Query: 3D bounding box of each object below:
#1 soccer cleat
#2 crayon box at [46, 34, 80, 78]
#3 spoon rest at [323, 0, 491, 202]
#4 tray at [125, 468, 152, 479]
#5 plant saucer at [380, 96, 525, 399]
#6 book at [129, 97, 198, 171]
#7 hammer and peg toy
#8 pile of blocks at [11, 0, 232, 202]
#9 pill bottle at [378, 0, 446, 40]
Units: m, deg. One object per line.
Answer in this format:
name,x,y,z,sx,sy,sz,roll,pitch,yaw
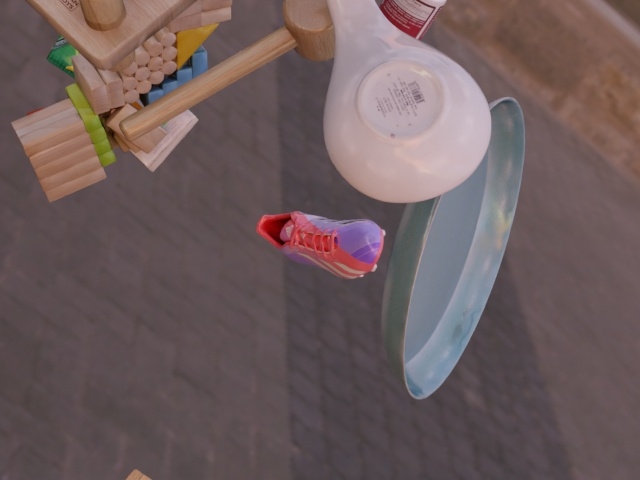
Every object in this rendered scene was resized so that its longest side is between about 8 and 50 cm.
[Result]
soccer cleat,0.000,0.000,2.017,0.095,0.083,0.248,17,-3,-27
crayon box,-0.313,-0.328,2.326,0.081,0.165,0.278,33,9,4
spoon rest,0.049,-0.156,1.246,0.084,0.137,0.276,73,-2,-71
tray,-0.255,0.389,1.230,0.076,0.411,0.203,35,-20,11
plant saucer,0.131,0.004,1.511,0.043,0.318,0.317,18,11,20
book,-0.248,-0.177,2.015,0.144,0.096,0.035,42,-2,13
hammer and peg toy,-0.156,-0.273,1.361,0.361,0.266,0.127,45,-16,18
pile of blocks,-0.254,-0.212,1.947,0.149,0.362,0.113,40,10,-46
pill bottle,0.145,-0.372,2.344,0.086,0.152,0.086,25,31,-17
